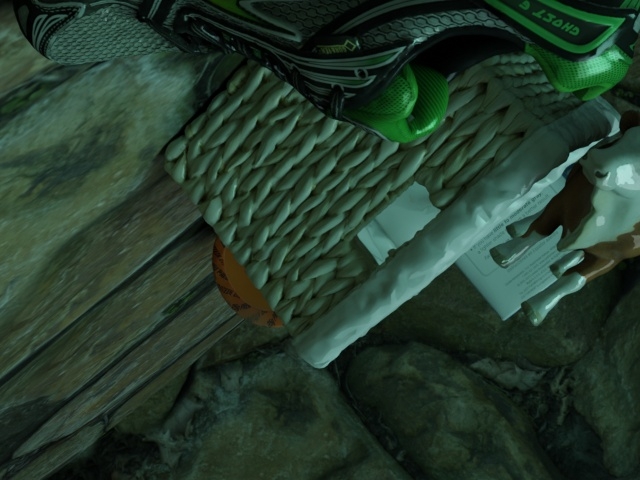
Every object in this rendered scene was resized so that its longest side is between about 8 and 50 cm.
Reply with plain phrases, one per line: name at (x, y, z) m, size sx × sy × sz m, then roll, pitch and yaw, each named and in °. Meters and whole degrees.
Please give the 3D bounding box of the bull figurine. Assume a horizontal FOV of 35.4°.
bull figurine at (0.246, -0.027, 0.873) m, size 0.188 × 0.101 × 0.310 m, roll -40°, pitch 170°, yaw 22°

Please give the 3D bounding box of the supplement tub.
supplement tub at (0.000, 0.000, 1.449) m, size 0.207 × 0.207 × 0.338 m, roll -43°, pitch 172°, yaw 28°

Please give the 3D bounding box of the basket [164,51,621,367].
basket at (0.082, -0.098, 1.027) m, size 0.328 × 0.266 × 0.331 m, roll -43°, pitch 171°, yaw 26°

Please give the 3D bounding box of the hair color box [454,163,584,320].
hair color box at (0.184, -0.095, 1.221) m, size 0.174 × 0.347 × 0.105 m, roll -42°, pitch 174°, yaw 24°

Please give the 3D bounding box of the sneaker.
sneaker at (-0.010, -0.120, 0.503) m, size 0.343 × 0.146 × 0.134 m, roll -1°, pitch -176°, yaw 24°
